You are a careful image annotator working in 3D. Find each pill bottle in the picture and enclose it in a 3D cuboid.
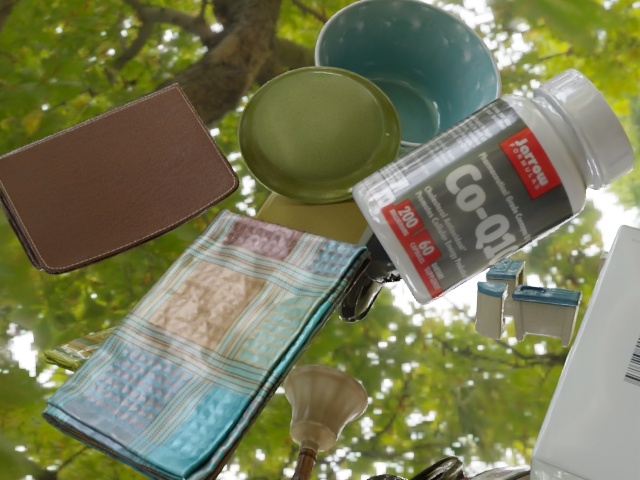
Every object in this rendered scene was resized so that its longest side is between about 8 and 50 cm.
[{"bbox_3d":[0.193,-0.063,1.107,0.161,0.283,0.161,58,-177,-5],"label":"pill bottle"}]

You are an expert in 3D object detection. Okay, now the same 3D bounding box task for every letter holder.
[{"bbox_3d":[-0.290,-0.057,1.442,0.302,0.152,0.214,-27,-111,-19],"label":"letter holder"}]

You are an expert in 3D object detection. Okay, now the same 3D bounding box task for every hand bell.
[{"bbox_3d":[-0.022,0.300,1.337,0.126,0.126,0.242,54,-143,-29],"label":"hand bell"}]

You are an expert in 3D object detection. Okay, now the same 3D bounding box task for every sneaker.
[{"bbox_3d":[0.109,0.040,1.405,0.083,0.118,0.222,-11,-51,-61],"label":"sneaker"}]

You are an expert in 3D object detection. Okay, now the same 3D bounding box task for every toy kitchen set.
[{"bbox_3d":[0.316,0.056,1.290,0.166,0.207,0.122,-33,-54,-65],"label":"toy kitchen set"}]

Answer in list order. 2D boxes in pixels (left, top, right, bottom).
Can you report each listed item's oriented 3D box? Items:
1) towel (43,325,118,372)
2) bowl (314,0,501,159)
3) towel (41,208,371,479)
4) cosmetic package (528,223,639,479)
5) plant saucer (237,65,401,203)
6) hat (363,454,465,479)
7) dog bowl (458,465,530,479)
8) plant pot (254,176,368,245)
[{"bbox_3d":[-0.284,0.147,1.471,0.237,0.102,0.021,-18,-71,-40],"label":"towel"},{"bbox_3d":[0.129,-0.241,1.657,0.312,0.163,0.311,5,-120,-9],"label":"bowl"},{"bbox_3d":[-0.138,0.114,1.198,0.370,0.272,0.040,-52,-42,-27],"label":"towel"},{"bbox_3d":[0.281,0.146,0.870,0.224,0.138,0.224,-63,-22,-22],"label":"cosmetic package"},{"bbox_3d":[-0.002,-0.160,1.460,0.241,0.241,0.037,49,-156,-33],"label":"plant saucer"},{"bbox_3d":[0.104,0.482,1.666,0.331,0.134,0.331,-27,-50,-37],"label":"hat"},{"bbox_3d":[0.309,0.548,1.574,0.408,0.150,0.407,-1,-88,-26],"label":"dog bowl"},{"bbox_3d":[0.000,0.000,1.601,0.187,0.212,0.212,-39,-108,-22],"label":"plant pot"}]
